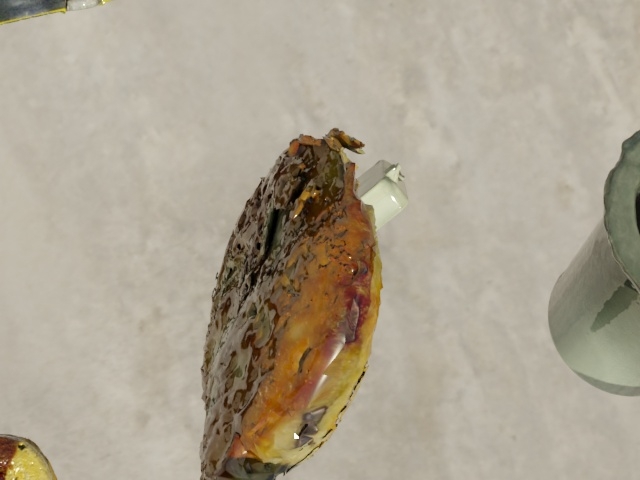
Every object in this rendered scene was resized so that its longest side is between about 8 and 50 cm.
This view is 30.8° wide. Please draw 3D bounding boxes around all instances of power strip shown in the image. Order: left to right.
[{"bbox_3d":[0.000,0.000,1.388,0.046,0.270,0.118,48,12,-11],"label":"power strip"}]

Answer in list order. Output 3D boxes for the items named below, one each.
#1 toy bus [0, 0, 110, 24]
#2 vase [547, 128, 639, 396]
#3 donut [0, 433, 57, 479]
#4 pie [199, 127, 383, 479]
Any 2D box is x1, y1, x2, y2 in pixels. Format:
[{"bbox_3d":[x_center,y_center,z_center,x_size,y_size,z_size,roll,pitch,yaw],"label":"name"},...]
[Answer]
[{"bbox_3d":[-0.269,-0.236,1.037,0.226,0.074,0.081,-22,114,-28],"label":"toy bus"},{"bbox_3d":[0.375,0.042,1.239,0.245,0.291,0.245,2,64,-5],"label":"vase"},{"bbox_3d":[-0.338,0.266,1.205,0.140,0.059,0.140,4,72,-11],"label":"donut"},{"bbox_3d":[-0.028,0.053,0.951,0.085,0.308,0.308,17,62,-16],"label":"pie"}]
